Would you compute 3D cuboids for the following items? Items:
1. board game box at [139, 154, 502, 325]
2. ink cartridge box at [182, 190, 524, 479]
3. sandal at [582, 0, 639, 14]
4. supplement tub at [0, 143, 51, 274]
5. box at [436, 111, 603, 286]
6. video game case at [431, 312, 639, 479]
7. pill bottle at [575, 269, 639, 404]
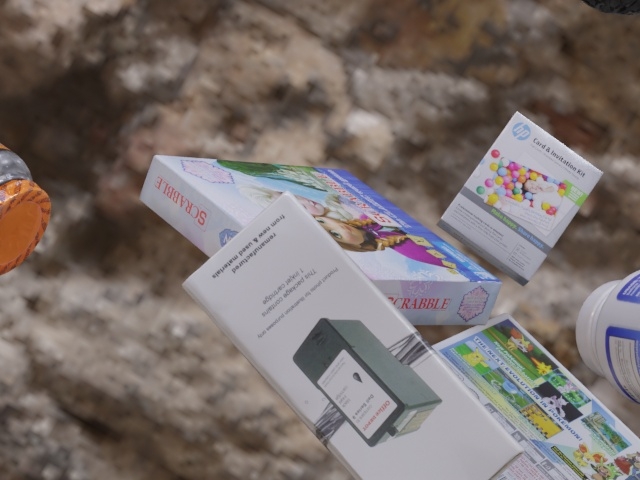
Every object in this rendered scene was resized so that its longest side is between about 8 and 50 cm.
[{"bbox_3d":[0.000,0.000,2.177,0.318,0.065,0.319,2,26,-43],"label":"board game box"},{"bbox_3d":[0.031,0.113,1.549,0.289,0.121,0.211,48,-2,6],"label":"ink cartridge box"},{"bbox_3d":[0.264,-0.360,1.273,0.168,0.445,0.107,9,39,4],"label":"sandal"},{"bbox_3d":[-0.339,-0.054,1.623,0.190,0.117,0.117,34,16,23],"label":"supplement tub"},{"bbox_3d":[0.266,-0.055,2.426,0.145,0.186,0.038,36,-15,1],"label":"box"},{"bbox_3d":[0.258,0.248,2.335,0.300,0.036,0.329,-20,56,-46],"label":"video game case"},{"bbox_3d":[0.377,0.103,1.862,0.152,0.152,0.272,25,-6,-21],"label":"pill bottle"}]
